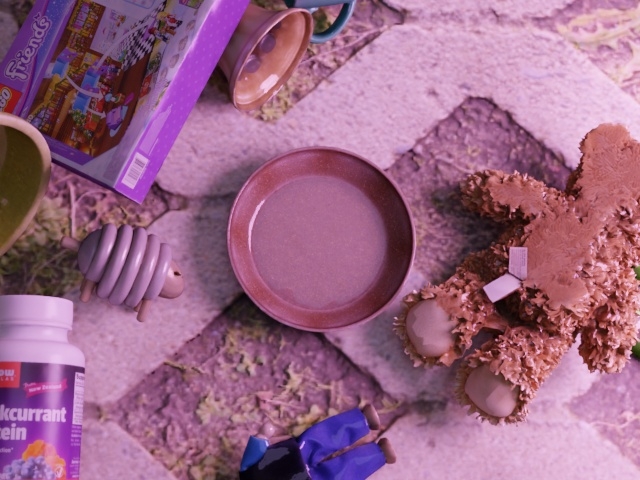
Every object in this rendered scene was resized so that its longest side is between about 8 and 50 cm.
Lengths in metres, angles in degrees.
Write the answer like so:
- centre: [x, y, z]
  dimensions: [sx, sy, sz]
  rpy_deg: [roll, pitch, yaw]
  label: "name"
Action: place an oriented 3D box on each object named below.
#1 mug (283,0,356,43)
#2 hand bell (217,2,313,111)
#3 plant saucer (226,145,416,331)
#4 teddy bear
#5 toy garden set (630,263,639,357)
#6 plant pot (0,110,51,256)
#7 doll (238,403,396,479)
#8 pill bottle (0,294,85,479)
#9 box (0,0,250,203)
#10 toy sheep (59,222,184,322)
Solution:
- centre: [0.006, -0.311, 1.080]
  dimensions: [0.097, 0.157, 0.129]
  rpy_deg: [-10, 55, -11]
  label: "mug"
- centre: [-0.139, -0.257, 1.069]
  dimensions: [0.242, 0.126, 0.126]
  rpy_deg: [38, 76, 15]
  label: "hand bell"
- centre: [0.000, 0.000, 1.049]
  dimensions: [0.199, 0.036, 0.198]
  rpy_deg: [1, 77, -6]
  label: "plant saucer"
- centre: [0.235, 0.036, 1.039]
  dimensions: [0.245, 0.113, 0.338]
  rpy_deg: [25, 77, 18]
  label: "teddy bear"
- centre: [0.452, 0.052, 1.084]
  dimensions: [0.204, 0.049, 0.244]
  rpy_deg: [37, 76, 2]
  label: "toy garden set"
- centre: [-0.439, -0.093, 0.920]
  dimensions: [0.276, 0.276, 0.254]
  rpy_deg: [-40, 74, -13]
  label: "plant pot"
- centre: [-0.019, 0.237, 0.991]
  dimensions: [0.189, 0.046, 0.129]
  rpy_deg: [-23, 81, -11]
  label: "doll"
- centre: [-0.280, 0.152, 0.946]
  dimensions: [0.108, 0.108, 0.193]
  rpy_deg: [1, 78, -6]
  label: "pill bottle"
- centre: [-0.198, -0.206, 1.000]
  dimensions: [0.201, 0.057, 0.293]
  rpy_deg: [25, 84, 25]
  label: "box"
- centre: [-0.198, 0.026, 0.996]
  dimensions: [0.132, 0.091, 0.091]
  rpy_deg: [21, 76, -21]
  label: "toy sheep"
